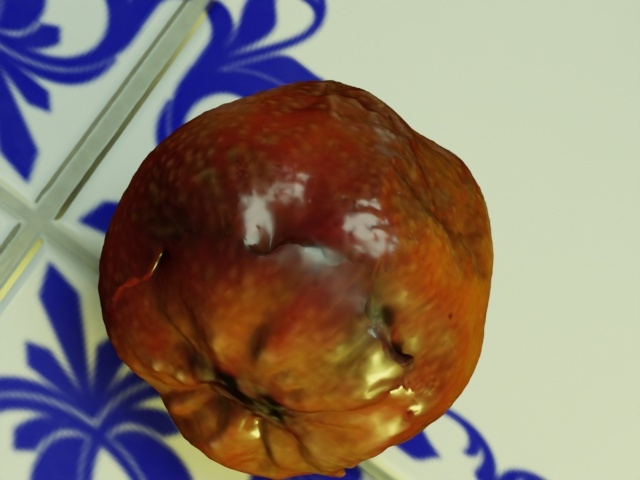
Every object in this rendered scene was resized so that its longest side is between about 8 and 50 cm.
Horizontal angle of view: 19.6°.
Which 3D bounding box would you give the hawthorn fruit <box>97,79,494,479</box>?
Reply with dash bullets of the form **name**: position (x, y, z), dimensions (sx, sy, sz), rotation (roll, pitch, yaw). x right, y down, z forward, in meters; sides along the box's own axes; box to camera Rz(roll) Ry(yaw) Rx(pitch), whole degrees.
- **hawthorn fruit**: position (-0.002, 0.011, 0.798), dimensions (0.179, 0.173, 0.173), rotation (-23, 76, -41)
